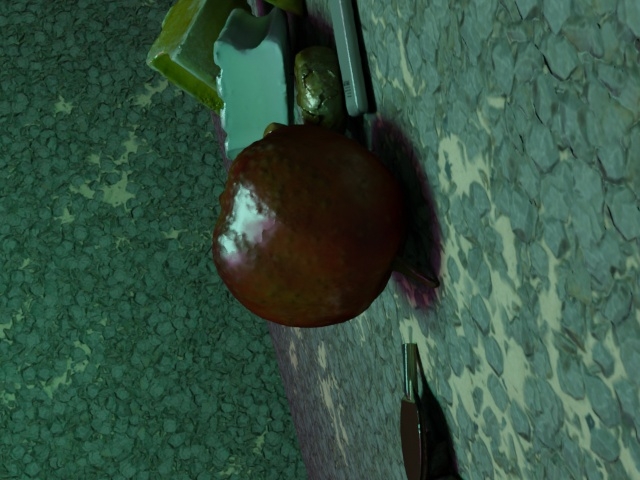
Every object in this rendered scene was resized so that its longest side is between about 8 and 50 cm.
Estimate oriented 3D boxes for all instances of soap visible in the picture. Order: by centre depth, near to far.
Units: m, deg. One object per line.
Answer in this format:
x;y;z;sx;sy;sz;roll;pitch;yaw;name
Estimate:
-0.108;-0.292;1.450;0.347;0.114;0.208;-91;-2;-64;soap
-0.155;-0.413;1.720;0.169;0.338;0.305;11;73;49;soap

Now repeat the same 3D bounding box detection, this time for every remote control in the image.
0.038;-0.311;1.180;0.067;0.029;0.261;-151;50;-77;remote control

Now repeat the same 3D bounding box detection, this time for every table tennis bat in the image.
0.141;0.269;1.252;0.130;0.019;0.221;137;132;-79;table tennis bat

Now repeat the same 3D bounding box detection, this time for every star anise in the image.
0.178;0.360;1.245;0.141;0.042;0.141;168;90;-77;star anise

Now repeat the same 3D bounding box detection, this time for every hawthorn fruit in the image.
0.013;-0.003;1.141;0.330;0.287;0.287;22;146;16;hawthorn fruit

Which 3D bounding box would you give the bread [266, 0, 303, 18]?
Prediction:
-0.235;-0.509;1.409;0.233;0.361;0.245;-122;24;-54;bread

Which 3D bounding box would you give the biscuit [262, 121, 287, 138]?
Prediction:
-0.019;-0.118;1.326;0.280;0.183;0.043;49;-128;-54;biscuit

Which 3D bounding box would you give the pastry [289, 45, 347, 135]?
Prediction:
0.002;-0.228;1.275;0.153;0.081;0.153;171;90;-82;pastry
